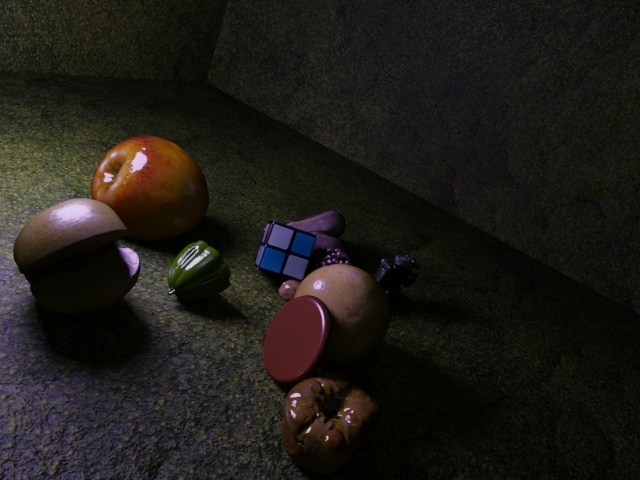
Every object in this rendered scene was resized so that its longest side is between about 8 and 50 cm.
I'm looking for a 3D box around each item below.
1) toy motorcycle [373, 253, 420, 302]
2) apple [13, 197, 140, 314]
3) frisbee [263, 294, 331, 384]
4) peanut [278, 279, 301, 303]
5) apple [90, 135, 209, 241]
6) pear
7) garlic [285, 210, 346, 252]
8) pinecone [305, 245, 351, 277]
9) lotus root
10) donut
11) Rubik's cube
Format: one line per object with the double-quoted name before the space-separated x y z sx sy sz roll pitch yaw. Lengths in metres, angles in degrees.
"toy motorcycle" 0.267 0.153 1.820 0.275 0.205 0.127 3 33 -48
"apple" -0.608 0.043 1.174 0.254 0.291 0.292 -27 51 -30
"frisbee" -0.070 0.264 1.260 0.021 0.250 0.250 32 16 -37
"peanut" -0.032 0.192 1.589 0.226 0.108 0.095 16 17 -12
"apple" -0.580 -0.170 1.616 0.384 0.373 0.374 -7 4 37
"pear" 0.068 0.218 1.411 0.310 0.309 0.309 20 25 -10
"garlic" 0.000 0.000 1.965 0.246 0.231 0.340 -16 -1 15
"pinecone" 0.033 0.117 1.720 0.179 0.184 0.204 19 -8 18
"lotus root" -0.390 0.114 1.394 0.186 0.186 0.186 20 25 -10
"donut" 0.017 0.433 1.133 0.209 0.128 0.262 37 28 28
"Rubik's cube" -0.128 0.035 1.667 0.167 0.183 0.180 18 2 -12
